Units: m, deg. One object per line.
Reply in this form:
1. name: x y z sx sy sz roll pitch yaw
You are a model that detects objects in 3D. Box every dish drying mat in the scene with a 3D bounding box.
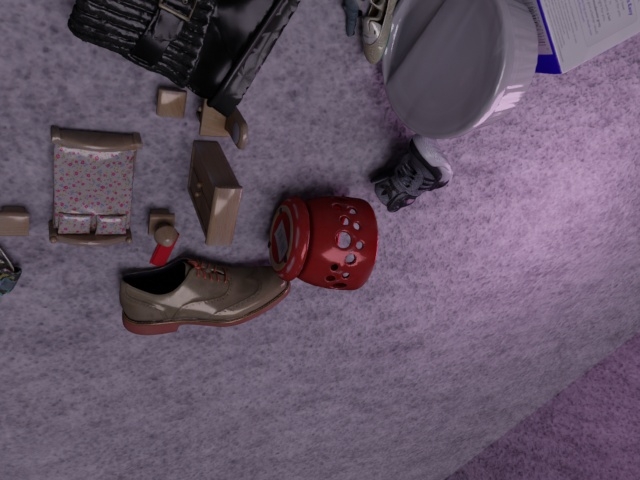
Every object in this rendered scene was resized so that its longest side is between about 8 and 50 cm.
1. dish drying mat: -0.307 0.017 1.138 0.032 0.008 0.083 13 120 -35

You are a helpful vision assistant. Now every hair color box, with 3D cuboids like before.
1. hair color box: 0.491 -0.440 0.963 0.338 0.110 0.185 -28 112 -1

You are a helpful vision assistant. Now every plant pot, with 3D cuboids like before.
1. plant pot: 0.000 0.000 1.158 0.174 0.191 0.191 7 123 -25

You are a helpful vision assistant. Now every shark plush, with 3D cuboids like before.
1. shark plush: 0.039 -0.414 0.948 0.067 0.073 0.161 -9 155 5

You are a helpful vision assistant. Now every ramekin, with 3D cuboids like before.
1. ramekin: 0.238 -0.311 0.978 0.127 0.273 0.273 -10 132 -36

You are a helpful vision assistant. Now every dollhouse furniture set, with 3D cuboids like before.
1. dollhouse furniture set: -0.319 -0.097 0.923 0.355 0.174 0.303 -1 127 -27

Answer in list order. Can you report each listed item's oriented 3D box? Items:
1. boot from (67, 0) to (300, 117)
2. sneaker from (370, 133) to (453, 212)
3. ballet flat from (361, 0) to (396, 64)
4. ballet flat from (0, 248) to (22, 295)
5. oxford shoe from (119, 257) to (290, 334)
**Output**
1. boot: -0.160 -0.376 0.806 0.260 0.131 0.348 30 90 -20
2. sneaker: 0.176 -0.128 1.148 0.153 0.101 0.268 -31 168 10
3. ballet flat: 0.095 -0.385 0.976 0.052 0.057 0.168 -4 120 -38
4. ballet flat: -0.583 0.018 0.971 0.070 0.070 0.188 -32 136 0
5. oxford shoe: -0.226 0.096 1.165 0.348 0.123 0.130 -12 131 -18
